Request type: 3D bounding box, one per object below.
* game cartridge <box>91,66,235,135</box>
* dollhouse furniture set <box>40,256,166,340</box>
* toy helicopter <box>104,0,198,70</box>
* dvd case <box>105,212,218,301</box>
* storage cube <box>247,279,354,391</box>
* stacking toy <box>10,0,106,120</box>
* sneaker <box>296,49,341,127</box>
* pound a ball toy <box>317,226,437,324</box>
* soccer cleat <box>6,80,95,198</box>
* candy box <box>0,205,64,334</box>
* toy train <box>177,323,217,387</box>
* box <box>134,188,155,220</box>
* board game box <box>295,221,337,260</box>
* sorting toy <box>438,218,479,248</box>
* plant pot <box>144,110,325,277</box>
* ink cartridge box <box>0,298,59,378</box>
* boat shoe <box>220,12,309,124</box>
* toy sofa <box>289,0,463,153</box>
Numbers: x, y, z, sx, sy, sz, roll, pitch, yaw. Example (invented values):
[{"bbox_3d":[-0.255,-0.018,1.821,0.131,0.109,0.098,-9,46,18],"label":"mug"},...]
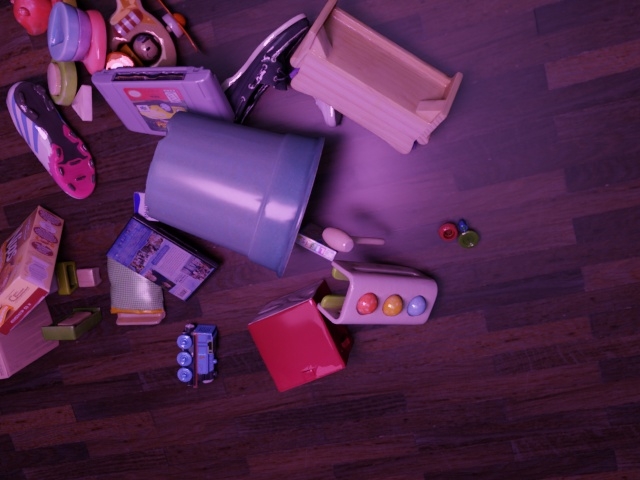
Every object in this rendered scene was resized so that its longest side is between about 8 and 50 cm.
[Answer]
[{"bbox_3d":[-0.362,-0.323,1.361,0.294,0.196,0.060,3,66,15],"label":"game cartridge"},{"bbox_3d":[-0.596,0.151,1.577,0.302,0.151,0.197,-3,101,10],"label":"dollhouse furniture set"},{"bbox_3d":[-0.440,-0.552,1.401,0.235,0.140,0.354,-13,110,-7],"label":"toy helicopter"},{"bbox_3d":[-0.418,0.050,1.523,0.253,0.022,0.180,34,127,-17],"label":"dvd case"},{"bbox_3d":[-0.048,0.241,1.484,0.215,0.183,0.193,-23,97,14],"label":"storage cube"},{"bbox_3d":[-0.648,-0.453,1.396,0.309,0.130,0.279,34,117,40],"label":"stacking toy"},{"bbox_3d":[-0.007,-0.374,1.405,0.094,0.080,0.212,-10,90,17],"label":"sneaker"},{"bbox_3d":[0.138,0.097,1.359,0.319,0.136,0.208,7,108,-36],"label":"pound a ball toy"},{"bbox_3d":[-0.719,-0.263,1.545,0.143,0.116,0.331,-3,117,46],"label":"soccer cleat"},{"bbox_3d":[-0.779,0.070,1.513,0.183,0.316,0.087,-40,126,15],"label":"candy box"},{"bbox_3d":[-0.341,0.321,1.609,0.105,0.080,0.184,3,102,3],"label":"toy train"},{"bbox_3d":[-0.393,-0.096,1.502,0.137,0.126,0.072,6,105,9],"label":"box"},{"bbox_3d":[0.000,0.000,1.438,0.103,0.154,0.026,27,105,4],"label":"board game box"},{"bbox_3d":[0.345,-0.022,1.437,0.102,0.042,0.061,18,120,-6],"label":"sorting toy"},{"bbox_3d":[-0.197,-0.126,1.318,0.334,0.341,0.341,18,105,-5],"label":"plant pot"},{"bbox_3d":[-0.853,0.251,1.601,0.088,0.234,0.193,-12,99,12],"label":"ink cartridge box"},{"bbox_3d":[-0.132,-0.393,1.392,0.340,0.127,0.113,-39,95,17],"label":"boat shoe"},{"bbox_3d":[0.121,-0.370,1.315,0.363,0.150,0.177,29,150,-7],"label":"toy sofa"}]
